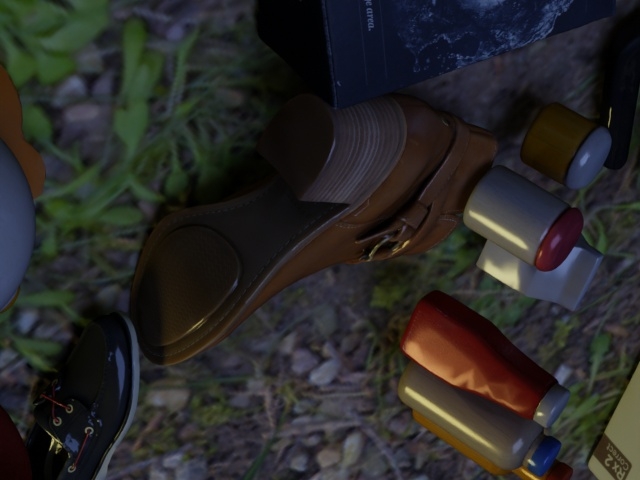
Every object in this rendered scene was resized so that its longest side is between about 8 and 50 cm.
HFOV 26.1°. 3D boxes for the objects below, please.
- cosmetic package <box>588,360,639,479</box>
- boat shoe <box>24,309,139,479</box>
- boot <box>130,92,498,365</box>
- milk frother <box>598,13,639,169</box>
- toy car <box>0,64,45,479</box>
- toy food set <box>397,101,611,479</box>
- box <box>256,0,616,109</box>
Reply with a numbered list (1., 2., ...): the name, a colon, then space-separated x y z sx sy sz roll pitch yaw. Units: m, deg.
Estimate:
1. cosmetic package: 0.321 0.146 0.956 0.183 0.151 0.151 5 118 -32
2. boat shoe: -0.132 0.096 0.747 0.042 0.049 0.133 1 125 -38
3. boot: 0.000 0.000 0.744 0.152 0.073 0.197 1 142 -50
4. milk frother: 0.235 -0.060 0.778 0.129 0.143 0.135 -7 126 -15
5. toy car: -0.184 0.030 0.614 0.210 0.219 0.238 45 66 -40
6. toy food set: 0.122 0.048 0.788 0.111 0.104 0.232 -22 140 -55
7. box: 0.049 -0.167 0.641 0.158 0.093 0.156 -21 128 -16
